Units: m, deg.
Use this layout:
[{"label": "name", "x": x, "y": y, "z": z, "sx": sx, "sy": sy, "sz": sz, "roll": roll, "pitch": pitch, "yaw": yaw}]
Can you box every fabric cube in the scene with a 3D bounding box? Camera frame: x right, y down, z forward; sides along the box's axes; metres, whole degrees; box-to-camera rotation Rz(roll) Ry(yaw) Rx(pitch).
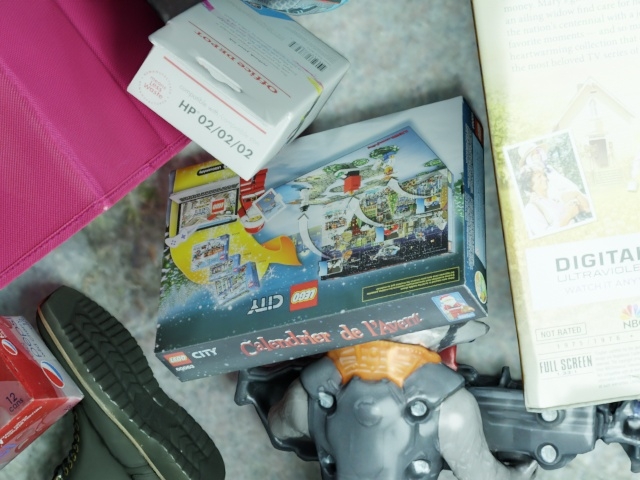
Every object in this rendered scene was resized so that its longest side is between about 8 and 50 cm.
[{"label": "fabric cube", "x": -0.266, "y": -0.094, "z": 1.344, "sx": 0.254, "sy": 0.259, "sz": 0.258, "roll": -34, "pitch": 96, "yaw": 23}]

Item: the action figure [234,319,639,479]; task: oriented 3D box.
[{"label": "action figure", "x": 0.093, "y": 0.181, "z": 1.362, "sx": 0.341, "sy": 0.178, "sz": 0.330, "roll": -4, "pitch": 93, "yaw": 14}]

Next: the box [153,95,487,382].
[{"label": "box", "x": 0.000, "y": 0.000, "z": 1.354, "sx": 0.233, "sy": 0.159, "sz": 0.044, "roll": -13, "pitch": 143, "yaw": 21}]

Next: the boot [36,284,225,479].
[{"label": "boot", "x": -0.186, "y": 0.146, "z": 1.506, "sx": 0.137, "sy": 0.077, "sz": 0.198, "roll": -33, "pitch": 95, "yaw": 29}]

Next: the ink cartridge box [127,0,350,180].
[{"label": "ink cartridge box", "x": -0.059, "y": -0.107, "z": 1.316, "sx": 0.104, "sy": 0.181, "sz": 0.061, "roll": 37, "pitch": 115, "yaw": 3}]

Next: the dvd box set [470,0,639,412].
[{"label": "dvd box set", "x": 0.252, "y": -0.112, "z": 1.242, "sx": 0.307, "sy": 0.062, "sz": 0.420, "roll": -9, "pitch": 106, "yaw": 3}]

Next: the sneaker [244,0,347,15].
[{"label": "sneaker", "x": -0.093, "y": -0.233, "z": 1.315, "sx": 0.262, "sy": 0.125, "sz": 0.104, "roll": 25, "pitch": 113, "yaw": 8}]

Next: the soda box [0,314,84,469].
[{"label": "soda box", "x": -0.307, "y": 0.166, "z": 1.435, "sx": 0.263, "sy": 0.092, "sz": 0.083, "roll": -41, "pitch": 76, "yaw": 11}]
